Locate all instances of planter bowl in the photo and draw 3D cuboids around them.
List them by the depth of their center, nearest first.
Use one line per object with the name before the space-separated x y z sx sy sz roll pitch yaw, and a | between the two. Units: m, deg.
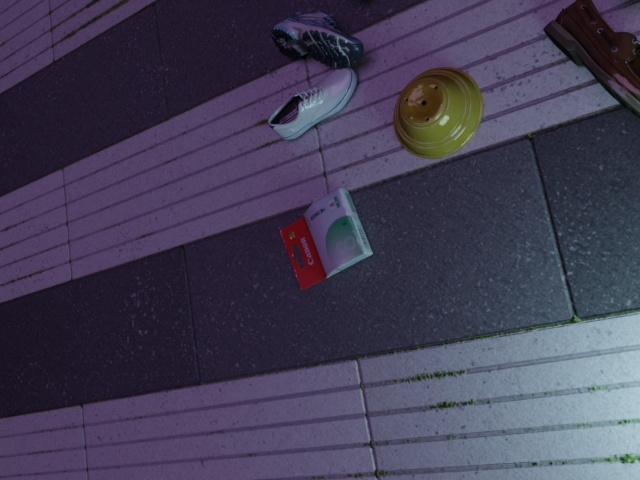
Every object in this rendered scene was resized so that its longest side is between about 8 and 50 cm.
planter bowl | 0.247 -0.300 1.354 0.217 0.090 0.217 -4 82 31

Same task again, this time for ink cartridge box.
ink cartridge box | 0.000 0.000 1.490 0.225 0.056 0.181 -28 71 23

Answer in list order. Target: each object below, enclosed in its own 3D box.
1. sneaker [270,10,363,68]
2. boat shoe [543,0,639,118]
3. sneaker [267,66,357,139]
sneaker | 0.004 -0.524 1.504 0.283 0.110 0.122 27 69 34
boat shoe | 0.568 -0.354 1.157 0.104 0.111 0.307 -43 66 21
sneaker | -0.021 -0.347 1.514 0.258 0.091 0.094 -38 67 20
